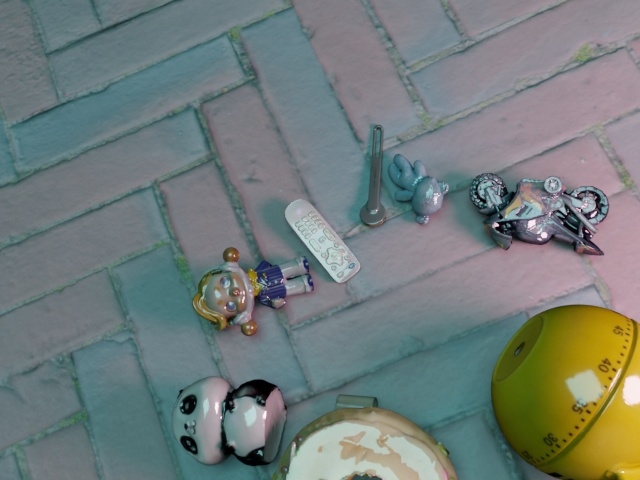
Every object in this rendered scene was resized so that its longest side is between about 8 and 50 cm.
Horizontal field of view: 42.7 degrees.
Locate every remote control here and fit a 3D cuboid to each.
[{"bbox_3d":[0.000,0.000,1.913,0.073,0.044,0.229,-38,77,-9],"label":"remote control"}]

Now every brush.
[{"bbox_3d":[0.133,-0.156,1.952,0.062,0.027,0.266,1,68,11],"label":"brush"}]

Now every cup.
[{"bbox_3d":[0.078,0.369,1.771,0.083,0.075,0.054,4,35,16],"label":"cup"}]

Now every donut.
[{"bbox_3d":[0.106,0.497,1.643,0.371,0.150,0.307,34,76,11],"label":"donut"}]

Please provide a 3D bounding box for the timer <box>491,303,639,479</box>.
[{"bbox_3d":[0.529,0.316,1.553,0.387,0.376,0.376,34,80,2],"label":"timer"}]

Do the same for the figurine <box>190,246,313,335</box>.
[{"bbox_3d":[-0.160,0.099,1.870,0.274,0.133,0.194,-36,91,-9],"label":"figurine"}]

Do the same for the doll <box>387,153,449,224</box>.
[{"bbox_3d":[0.228,-0.127,1.905,0.120,0.075,0.179,-60,43,28],"label":"doll"}]

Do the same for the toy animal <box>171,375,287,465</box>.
[{"bbox_3d":[-0.203,0.386,1.751,0.235,0.165,0.187,2,89,9],"label":"toy animal"}]

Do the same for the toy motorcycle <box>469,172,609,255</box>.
[{"bbox_3d":[0.477,-0.054,1.808,0.307,0.108,0.173,9,82,13],"label":"toy motorcycle"}]
